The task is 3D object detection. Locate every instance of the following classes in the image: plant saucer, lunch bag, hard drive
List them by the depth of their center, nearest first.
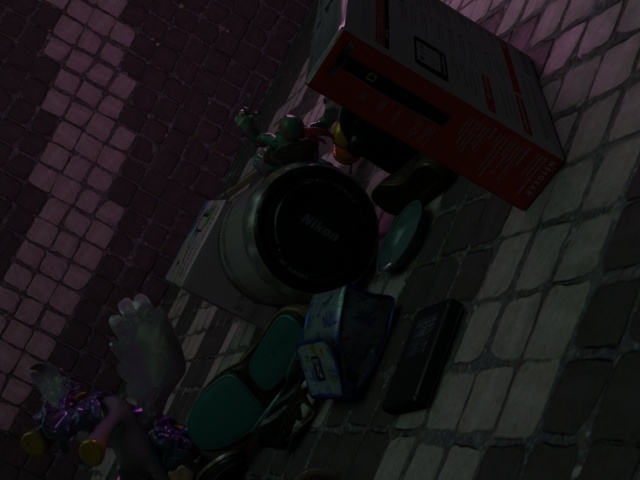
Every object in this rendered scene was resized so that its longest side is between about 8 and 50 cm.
[{"bbox_3d":[0.121,0.140,1.287,0.094,0.022,0.135,-33,31,64],"label":"hard drive"},{"bbox_3d":[0.028,0.146,1.492,0.129,0.096,0.151,158,125,-66],"label":"lunch bag"},{"bbox_3d":[0.122,-0.002,1.574,0.119,0.021,0.119,-55,15,22],"label":"plant saucer"}]

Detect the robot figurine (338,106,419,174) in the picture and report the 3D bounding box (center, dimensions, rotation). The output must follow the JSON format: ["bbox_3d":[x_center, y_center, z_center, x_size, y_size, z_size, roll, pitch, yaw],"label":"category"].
[{"bbox_3d":[0.127,-0.232,1.718,0.209,0.173,0.278,-6,42,19],"label":"robot figurine"}]

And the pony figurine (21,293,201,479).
[{"bbox_3d":[-0.348,0.314,1.840,0.303,0.351,0.363,-36,-2,18],"label":"pony figurine"}]

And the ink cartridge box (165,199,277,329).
[{"bbox_3d":[-0.175,0.045,2.208,0.198,0.197,0.270,-63,14,-6],"label":"ink cartridge box"}]

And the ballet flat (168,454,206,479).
[{"bbox_3d":[-0.334,0.502,2.069,0.316,0.106,0.107,-55,15,23],"label":"ballet flat"}]

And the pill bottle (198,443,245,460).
[{"bbox_3d":[-0.172,0.314,1.890,0.086,0.086,0.152,-58,14,15],"label":"pill bottle"}]

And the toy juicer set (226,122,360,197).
[{"bbox_3d":[-0.011,-0.129,1.976,0.209,0.089,0.329,-41,-13,21],"label":"toy juicer set"}]

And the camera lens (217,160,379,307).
[{"bbox_3d":[-0.043,-0.003,1.762,0.219,0.219,0.274,-65,13,-14],"label":"camera lens"}]

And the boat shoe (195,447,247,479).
[{"bbox_3d":[-0.178,0.422,1.798,0.206,0.075,0.065,-48,61,27],"label":"boat shoe"}]

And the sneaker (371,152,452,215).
[{"bbox_3d":[0.147,-0.092,1.615,0.071,0.066,0.188,-49,11,-29],"label":"sneaker"}]

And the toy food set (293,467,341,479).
[{"bbox_3d":[-0.052,0.436,1.230,0.219,0.092,0.306,116,175,-50],"label":"toy food set"}]

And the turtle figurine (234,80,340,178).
[{"bbox_3d":[-0.051,-0.173,1.740,0.234,0.175,0.118,101,166,-72],"label":"turtle figurine"}]

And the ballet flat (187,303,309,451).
[{"bbox_3d":[-0.086,0.221,1.729,0.348,0.123,0.123,-50,17,32],"label":"ballet flat"}]

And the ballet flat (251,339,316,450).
[{"bbox_3d":[-0.027,0.223,1.582,0.203,0.074,0.074,-61,13,11],"label":"ballet flat"}]

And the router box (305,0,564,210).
[{"bbox_3d":[0.138,-0.213,1.341,0.082,0.301,0.335,-54,14,27],"label":"router box"}]
